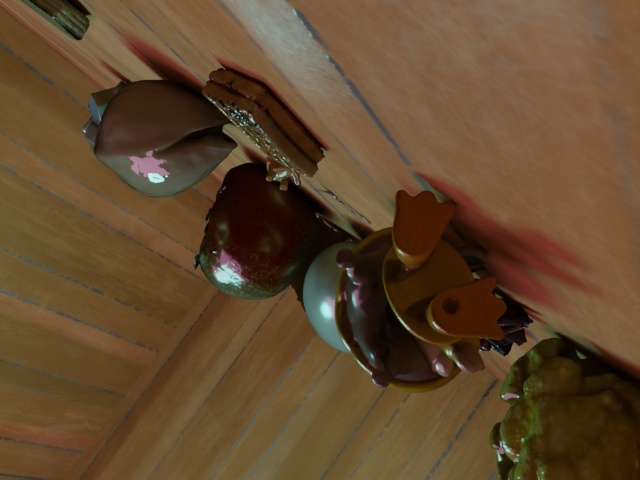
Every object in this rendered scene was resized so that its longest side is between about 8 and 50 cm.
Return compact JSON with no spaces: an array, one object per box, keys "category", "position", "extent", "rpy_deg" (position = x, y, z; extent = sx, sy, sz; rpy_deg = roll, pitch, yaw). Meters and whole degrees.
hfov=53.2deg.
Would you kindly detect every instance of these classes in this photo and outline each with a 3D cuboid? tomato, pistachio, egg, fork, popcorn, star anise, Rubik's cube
[{"category":"tomato","position":[-0.130,-0.019,1.430],"extent":[0.239,0.304,0.303],"rpy_deg":[21,177,-1]},{"category":"pistachio","position":[-0.269,-0.176,1.110],"extent":[0.226,0.208,0.332],"rpy_deg":[-15,-167,-34]},{"category":"egg","position":[0.077,0.120,1.358],"extent":[0.230,0.230,0.371],"rpy_deg":[35,172,23]},{"category":"fork","position":[0.040,-0.061,1.098],"extent":[0.115,0.012,0.016],"rpy_deg":[32,-179,-6]},{"category":"popcorn","position":[0.341,0.275,0.826],"extent":[0.241,0.235,0.250],"rpy_deg":[35,-166,-8]},{"category":"star anise","position":[0.242,0.106,0.913],"extent":[0.124,0.056,0.129],"rpy_deg":[37,162,22]},{"category":"Rubik's cube","position":[-0.553,-0.320,1.789],"extent":[0.213,0.224,0.265],"rpy_deg":[35,-178,41]}]

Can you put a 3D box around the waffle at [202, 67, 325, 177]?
[{"category":"waffle","position":[-0.066,-0.140,0.765],"extent":[0.102,0.042,0.148],"rpy_deg":[33,175,40]}]

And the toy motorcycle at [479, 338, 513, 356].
[{"category":"toy motorcycle","position":[0.231,0.135,1.183],"extent":[0.171,0.089,0.298],"rpy_deg":[38,176,-16]}]

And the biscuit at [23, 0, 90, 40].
[{"category":"biscuit","position":[-0.490,-0.423,1.089],"extent":[0.252,0.052,0.150],"rpy_deg":[37,-179,14]}]

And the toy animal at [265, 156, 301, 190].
[{"category":"toy animal","position":[-0.055,-0.120,0.986],"extent":[0.060,0.081,0.083],"rpy_deg":[29,-145,-21]}]

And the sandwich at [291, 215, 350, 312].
[{"category":"sandwich","position":[0.014,0.065,1.556],"extent":[0.108,0.186,0.220],"rpy_deg":[45,-167,-49]}]

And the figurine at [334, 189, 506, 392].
[{"category":"figurine","position":[0.112,0.065,0.755],"extent":[0.187,0.215,0.344],"rpy_deg":[-8,163,-2]}]
